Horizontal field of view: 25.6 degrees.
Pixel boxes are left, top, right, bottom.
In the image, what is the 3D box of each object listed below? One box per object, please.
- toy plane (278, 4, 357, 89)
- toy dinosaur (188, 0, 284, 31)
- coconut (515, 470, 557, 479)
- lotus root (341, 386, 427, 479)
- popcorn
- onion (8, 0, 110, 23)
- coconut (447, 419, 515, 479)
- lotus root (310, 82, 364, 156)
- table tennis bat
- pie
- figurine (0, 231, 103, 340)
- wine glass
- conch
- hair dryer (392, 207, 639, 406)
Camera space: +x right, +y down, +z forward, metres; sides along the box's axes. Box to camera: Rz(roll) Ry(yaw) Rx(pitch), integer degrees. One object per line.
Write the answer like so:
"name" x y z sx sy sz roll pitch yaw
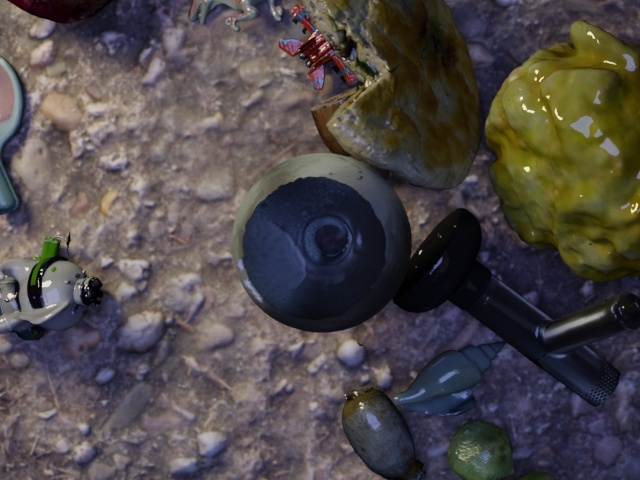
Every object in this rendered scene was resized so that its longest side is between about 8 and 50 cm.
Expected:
"toy plane" 0.040 -0.294 1.897 0.189 0.061 0.130 -40 89 2
"toy dinosaur" -0.078 -0.397 1.901 0.167 0.053 0.242 15 103 11
"coconut" 0.261 0.456 1.817 0.329 0.281 0.328 -12 63 24
"lotus root" 0.085 0.272 1.918 0.088 0.088 0.165 -30 100 6
"popcorn" 0.362 -0.096 1.770 0.334 0.292 0.293 30 100 7
"onion" -0.360 -0.354 1.852 0.195 0.218 0.139 19 122 -3
"coconut" 0.222 0.292 1.905 0.096 0.088 0.087 25 95 8
"lotus root" 0.052 -0.170 1.879 0.122 0.112 0.081 -27 107 -11
"table tennis bat" -0.475 -0.153 1.963 0.153 0.040 0.244 -20 87 5
"pie" 0.106 -0.218 1.795 0.075 0.337 0.337 -20 92 42
"figurine" -0.381 0.075 1.924 0.192 0.147 0.126 -8 112 24
"wine glass" 0.000 0.000 1.788 0.238 0.323 0.238 0 91 5
"conch" 0.180 0.188 1.918 0.180 0.088 0.065 -29 47 -7
"hair dryer" 0.289 0.062 1.809 0.320 0.284 0.155 31 51 0
